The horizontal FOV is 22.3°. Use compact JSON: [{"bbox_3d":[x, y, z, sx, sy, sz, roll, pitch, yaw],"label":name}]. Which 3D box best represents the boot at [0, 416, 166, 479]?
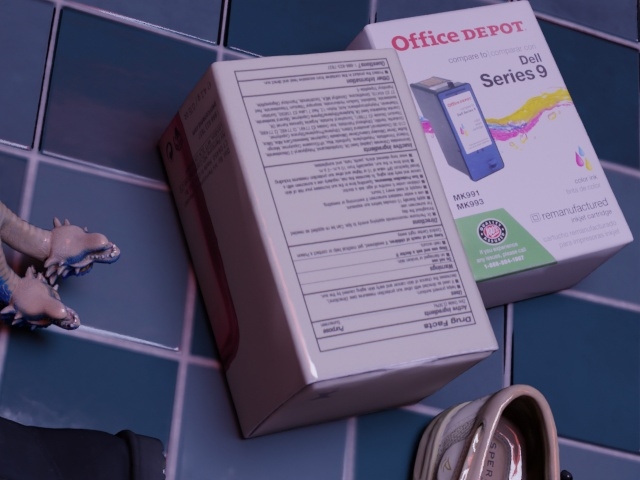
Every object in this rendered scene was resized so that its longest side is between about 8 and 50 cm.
[{"bbox_3d":[-0.198,0.206,0.946,0.207,0.094,0.246,13,55,-24],"label":"boot"}]

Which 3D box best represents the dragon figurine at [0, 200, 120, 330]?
[{"bbox_3d":[-0.273,-0.017,1.021,0.289,0.144,0.085,13,62,2],"label":"dragon figurine"}]

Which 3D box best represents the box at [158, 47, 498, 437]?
[{"bbox_3d":[0.000,0.000,1.118,0.148,0.127,0.232,-8,71,-28],"label":"box"}]

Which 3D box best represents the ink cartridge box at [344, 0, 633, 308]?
[{"bbox_3d":[0.115,-0.062,1.222,0.154,0.093,0.212,-12,71,-28],"label":"ink cartridge box"}]

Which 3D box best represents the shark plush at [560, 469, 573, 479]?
[{"bbox_3d":[0.194,0.220,1.153,0.067,0.073,0.161,-41,93,-3],"label":"shark plush"}]

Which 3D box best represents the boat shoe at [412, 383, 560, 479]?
[{"bbox_3d":[0.110,0.243,1.070,0.109,0.098,0.302,16,65,-19],"label":"boat shoe"}]
